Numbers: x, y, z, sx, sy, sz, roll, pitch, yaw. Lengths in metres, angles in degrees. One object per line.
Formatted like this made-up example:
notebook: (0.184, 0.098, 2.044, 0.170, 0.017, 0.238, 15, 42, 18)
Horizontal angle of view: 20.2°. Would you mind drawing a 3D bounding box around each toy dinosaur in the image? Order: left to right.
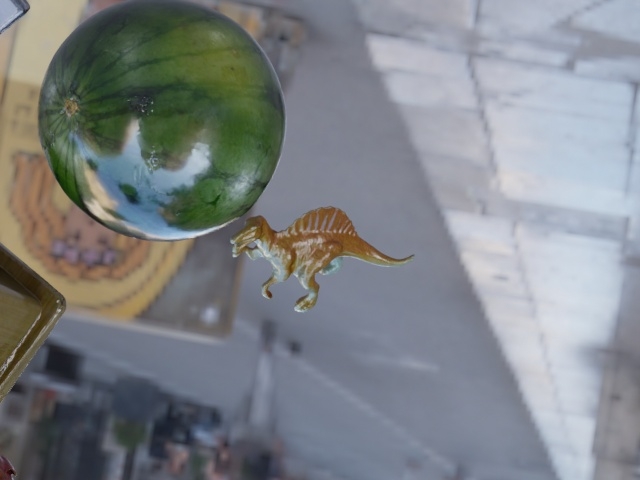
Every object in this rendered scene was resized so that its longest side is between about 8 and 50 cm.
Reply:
toy dinosaur: (-0.002, 0.000, 1.975, 0.212, 0.142, 0.057, -24, -133, -17)

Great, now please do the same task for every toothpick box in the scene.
toothpick box: (-0.461, 0.065, 1.996, 0.187, 0.190, 0.308, 39, -177, 24)

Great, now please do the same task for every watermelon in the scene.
watermelon: (-0.152, -0.116, 1.737, 0.242, 0.242, 0.242, 10, 172, 1)

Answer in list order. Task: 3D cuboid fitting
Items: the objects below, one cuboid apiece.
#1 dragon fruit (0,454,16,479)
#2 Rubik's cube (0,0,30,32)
dragon fruit: (-0.348, 0.284, 1.892, 0.094, 0.094, 0.190, 1, 135, 49)
Rubik's cube: (-0.251, -0.154, 1.151, 0.092, 0.092, 0.092, 51, 180, -11)
